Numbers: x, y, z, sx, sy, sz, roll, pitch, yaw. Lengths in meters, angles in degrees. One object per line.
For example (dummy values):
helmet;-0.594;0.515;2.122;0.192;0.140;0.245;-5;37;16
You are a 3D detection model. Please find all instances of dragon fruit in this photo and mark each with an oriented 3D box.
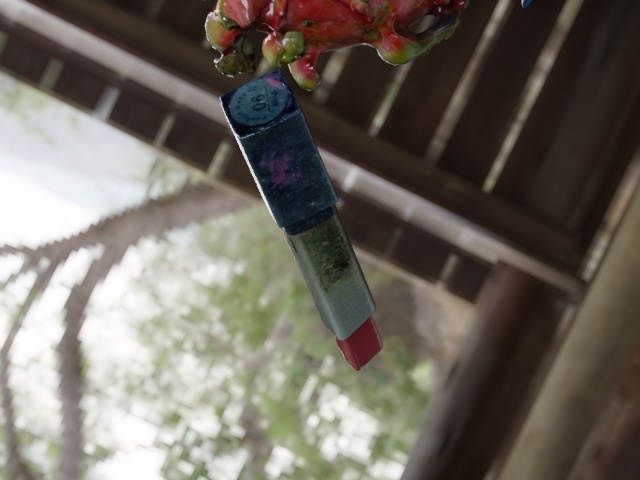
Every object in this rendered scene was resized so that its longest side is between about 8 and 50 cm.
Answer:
dragon fruit;0.004;-0.170;1.153;0.160;0.172;0.166;56;151;27

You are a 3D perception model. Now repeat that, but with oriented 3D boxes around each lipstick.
lipstick;0.000;0.000;1.462;0.051;0.051;0.312;60;176;41

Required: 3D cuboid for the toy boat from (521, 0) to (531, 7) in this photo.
toy boat;0.112;-0.289;1.343;0.067;0.291;0.220;-10;154;-25
